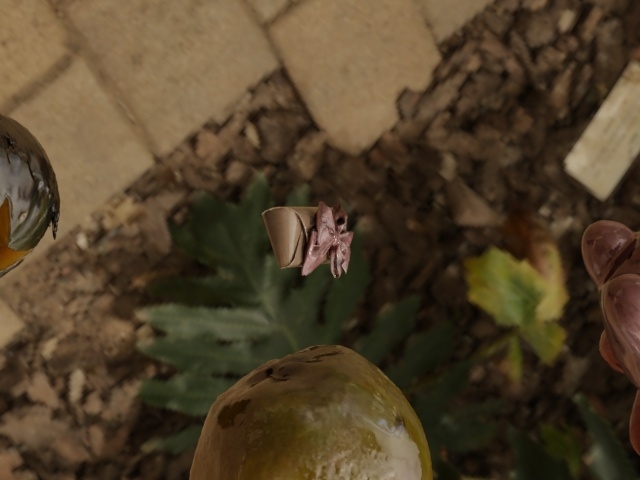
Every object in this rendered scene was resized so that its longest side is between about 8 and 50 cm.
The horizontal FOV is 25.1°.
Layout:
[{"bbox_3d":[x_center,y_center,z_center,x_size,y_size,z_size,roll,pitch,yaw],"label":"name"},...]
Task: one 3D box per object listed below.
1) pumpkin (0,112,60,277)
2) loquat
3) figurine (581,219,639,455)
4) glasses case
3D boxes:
[{"bbox_3d":[-0.470,-0.041,1.718,0.320,0.192,0.320,-24,161,-9],"label":"pumpkin"},{"bbox_3d":[-0.015,0.259,1.566,0.276,0.276,0.284,-18,107,-26],"label":"loquat"},{"bbox_3d":[0.470,0.099,1.872,0.211,0.270,0.261,-14,121,5],"label":"figurine"},{"bbox_3d":[0.000,0.000,1.905,0.070,0.103,0.193,-20,174,20],"label":"glasses case"}]
